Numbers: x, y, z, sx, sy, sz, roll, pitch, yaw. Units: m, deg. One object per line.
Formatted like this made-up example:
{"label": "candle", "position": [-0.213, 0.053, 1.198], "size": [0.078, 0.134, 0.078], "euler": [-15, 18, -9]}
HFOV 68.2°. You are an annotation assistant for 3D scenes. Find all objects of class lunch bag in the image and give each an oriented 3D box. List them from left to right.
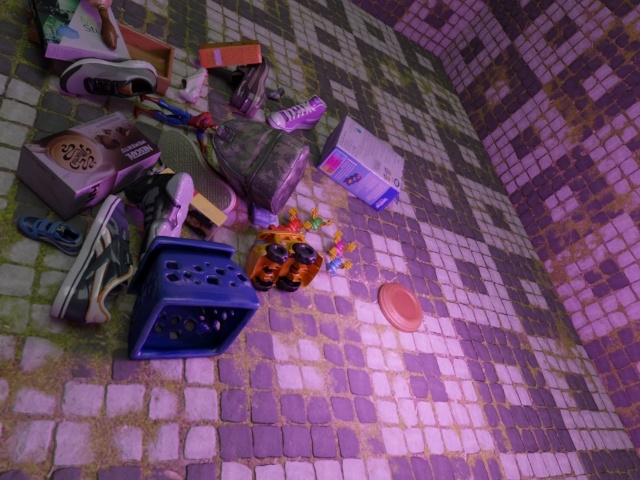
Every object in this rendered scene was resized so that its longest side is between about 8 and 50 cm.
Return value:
{"label": "lunch bag", "position": [-0.193, -0.234, 1.444], "size": [0.256, 0.305, 0.212], "euler": [33, 83, 1]}

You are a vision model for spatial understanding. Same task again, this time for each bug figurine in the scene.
{"label": "bug figurine", "position": [0.000, 0.000, 1.612], "size": [0.279, 0.072, 0.216], "euler": [45, 32, 7]}

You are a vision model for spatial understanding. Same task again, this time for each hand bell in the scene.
{"label": "hand bell", "position": [-0.652, -0.680, 1.416], "size": [0.126, 0.126, 0.241], "euler": [-7, 73, -45]}

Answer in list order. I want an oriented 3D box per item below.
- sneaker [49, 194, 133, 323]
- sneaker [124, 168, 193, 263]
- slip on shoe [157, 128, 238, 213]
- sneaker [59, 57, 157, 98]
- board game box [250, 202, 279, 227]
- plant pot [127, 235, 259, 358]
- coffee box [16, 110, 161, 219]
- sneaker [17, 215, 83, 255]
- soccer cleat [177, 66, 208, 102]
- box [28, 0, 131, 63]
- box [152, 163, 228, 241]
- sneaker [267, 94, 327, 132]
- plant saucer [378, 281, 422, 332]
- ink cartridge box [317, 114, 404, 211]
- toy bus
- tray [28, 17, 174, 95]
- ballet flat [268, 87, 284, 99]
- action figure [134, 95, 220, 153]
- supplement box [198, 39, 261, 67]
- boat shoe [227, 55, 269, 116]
{"label": "sneaker", "position": [-0.493, 0.046, 1.091], "size": [0.128, 0.126, 0.320], "euler": [22, 55, -20]}
{"label": "sneaker", "position": [-0.446, -0.065, 1.244], "size": [0.153, 0.101, 0.268], "euler": [13, 73, 14]}
{"label": "slip on shoe", "position": [-0.374, -0.205, 1.444], "size": [0.331, 0.123, 0.101], "euler": [45, 4, 9]}
{"label": "sneaker", "position": [-0.618, -0.469, 1.392], "size": [0.272, 0.100, 0.107], "euler": [-12, 58, -21]}
{"label": "board game box", "position": [-0.183, -0.083, 1.560], "size": [0.090, 0.020, 0.089], "euler": [14, 49, -32]}
{"label": "plant pot", "position": [-0.312, 0.127, 1.104], "size": [0.236, 0.236, 0.212], "euler": [7, 45, -38]}
{"label": "coffee box", "position": [-0.587, -0.202, 1.224], "size": [0.168, 0.119, 0.297], "euler": [43, 39, -1]}
{"label": "sneaker", "position": [-0.616, -0.022, 1.088], "size": [0.144, 0.059, 0.053], "euler": [27, 44, -20]}
{"label": "soccer cleat", "position": [-0.461, -0.577, 1.711], "size": [0.076, 0.068, 0.196], "euler": [23, 47, -22]}
{"label": "box", "position": [-0.734, -0.659, 1.427], "size": [0.233, 0.058, 0.321], "euler": [-5, 59, -44]}
{"label": "box", "position": [-0.383, -0.106, 1.350], "size": [0.232, 0.087, 0.058], "euler": [40, 39, -5]}
{"label": "sneaker", "position": [-0.086, -0.533, 1.933], "size": [0.282, 0.161, 0.102], "euler": [-24, 76, -48]}
{"label": "plant saucer", "position": [0.295, 0.234, 1.699], "size": [0.200, 0.037, 0.199], "euler": [23, 44, -25]}
{"label": "ink cartridge box", "position": [0.204, -0.308, 2.001], "size": [0.396, 0.151, 0.269], "euler": [32, 41, -14]}
{"label": "toy bus", "position": [-0.134, 0.033, 1.420], "size": [0.221, 0.149, 0.211], "euler": [3, 42, -37]}
{"label": "tray", "position": [-0.697, -0.642, 1.550], "size": [0.411, 0.076, 0.202], "euler": [17, 47, -30]}
{"label": "ballet flat", "position": [-0.183, -0.625, 2.024], "size": [0.041, 0.041, 0.114], "euler": [42, 39, -4]}
{"label": "action figure", "position": [-0.443, -0.376, 1.531], "size": [0.281, 0.091, 0.139], "euler": [6, 46, -37]}
{"label": "supplement box", "position": [-0.348, -0.723, 1.830], "size": [0.234, 0.080, 0.078], "euler": [-8, 39, -4]}
{"label": "boat shoe", "position": [-0.289, -0.641, 1.869], "size": [0.130, 0.132, 0.355], "euler": [22, 43, -27]}
